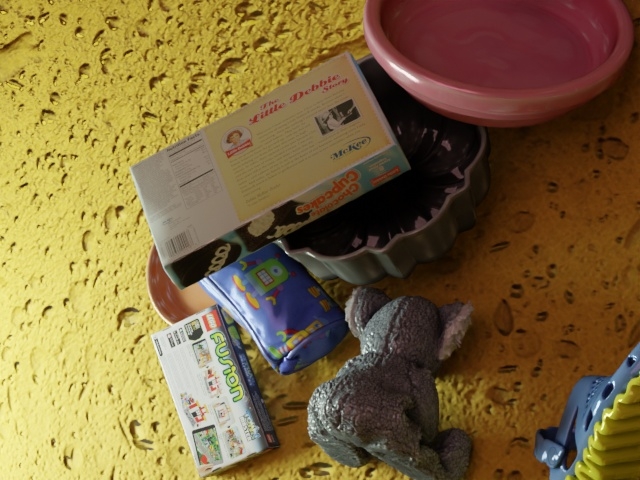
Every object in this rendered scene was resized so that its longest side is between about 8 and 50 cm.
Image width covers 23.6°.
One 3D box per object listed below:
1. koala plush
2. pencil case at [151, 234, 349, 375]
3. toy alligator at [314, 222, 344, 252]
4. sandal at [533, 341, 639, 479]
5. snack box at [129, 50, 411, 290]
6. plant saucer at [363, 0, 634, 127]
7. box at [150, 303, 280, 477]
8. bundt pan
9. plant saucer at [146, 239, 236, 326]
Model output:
[{"bbox_3d":[0.094,0.162,1.883,0.196,0.203,0.221,10,69,31],"label":"koala plush"},{"bbox_3d":[-0.099,0.041,2.008,0.133,0.119,0.306,-35,73,-28],"label":"pencil case"},{"bbox_3d":[0.000,0.000,2.050,0.190,0.051,0.056,8,59,30],"label":"toy alligator"},{"bbox_3d":[0.321,0.201,1.720,0.317,0.126,0.138,-64,34,37],"label":"sandal"},{"bbox_3d":[-0.067,-0.090,1.908,0.322,0.060,0.187,-28,49,5],"label":"snack box"},{"bbox_3d":[0.217,-0.246,1.899,0.332,0.084,0.332,1,42,-1],"label":"plant saucer"},{"bbox_3d":[-0.142,0.201,2.054,0.114,0.036,0.207,-25,76,21],"label":"box"},{"bbox_3d":[0.071,-0.080,1.956,0.331,0.124,0.331,-13,52,17],"label":"bundt pan"},{"bbox_3d":[-0.151,0.035,2.133,0.200,0.037,0.200,-9,70,27],"label":"plant saucer"}]
